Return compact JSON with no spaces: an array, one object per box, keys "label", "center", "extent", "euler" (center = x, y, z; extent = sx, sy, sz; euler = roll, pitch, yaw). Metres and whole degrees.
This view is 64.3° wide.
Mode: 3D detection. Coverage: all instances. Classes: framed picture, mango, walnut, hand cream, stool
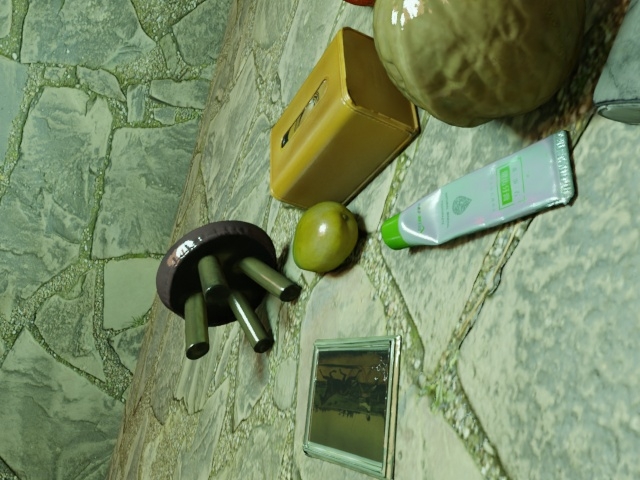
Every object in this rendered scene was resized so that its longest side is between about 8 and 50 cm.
[{"label":"framed picture","center":[0.039,0.248,0.795],"extent":[0.252,0.014,0.197],"euler":[-23,57,58]},{"label":"mango","center":[0.000,0.000,0.926],"extent":[0.195,0.091,0.130],"euler":[130,142,-57]},{"label":"walnut","center":[0.169,-0.230,0.559],"extent":[0.228,0.228,0.228],"euler":[-39,44,50]},{"label":"hand cream","center":[0.184,-0.043,0.639],"extent":[0.275,0.050,0.079],"euler":[-26,81,52]},{"label":"stool","center":[-0.193,0.110,1.073],"extent":[0.178,0.272,0.272],"euler":[53,124,43]}]

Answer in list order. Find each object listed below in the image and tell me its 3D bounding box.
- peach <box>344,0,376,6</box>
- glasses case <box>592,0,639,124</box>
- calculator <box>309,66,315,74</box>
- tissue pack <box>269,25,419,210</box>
[{"label":"peach","center":[0.070,-0.561,1.013],"extent":[0.154,0.158,0.267],"euler":[138,137,-57]},{"label":"glasses case","center":[0.332,-0.248,0.420],"extent":[0.114,0.060,0.299],"euler":[-140,67,-71]},{"label":"calculator","center":[-0.018,-0.342,1.205],"extent":[0.095,0.021,0.153],"euler":[-21,59,59]},{"label":"tissue pack","center":[0.027,-0.199,0.910],"extent":[0.274,0.145,0.194],"euler":[-45,41,47]}]
